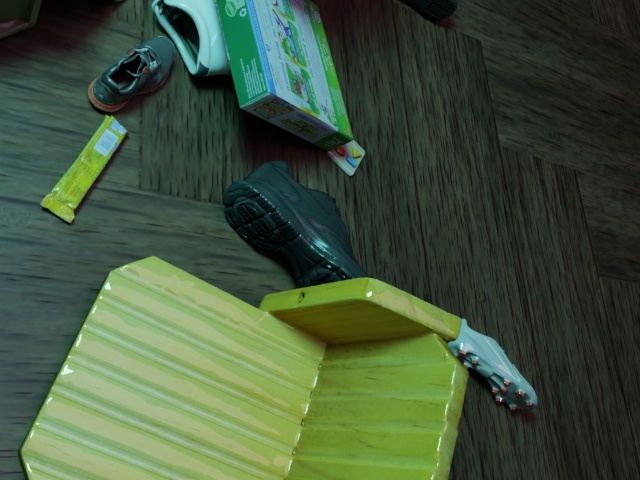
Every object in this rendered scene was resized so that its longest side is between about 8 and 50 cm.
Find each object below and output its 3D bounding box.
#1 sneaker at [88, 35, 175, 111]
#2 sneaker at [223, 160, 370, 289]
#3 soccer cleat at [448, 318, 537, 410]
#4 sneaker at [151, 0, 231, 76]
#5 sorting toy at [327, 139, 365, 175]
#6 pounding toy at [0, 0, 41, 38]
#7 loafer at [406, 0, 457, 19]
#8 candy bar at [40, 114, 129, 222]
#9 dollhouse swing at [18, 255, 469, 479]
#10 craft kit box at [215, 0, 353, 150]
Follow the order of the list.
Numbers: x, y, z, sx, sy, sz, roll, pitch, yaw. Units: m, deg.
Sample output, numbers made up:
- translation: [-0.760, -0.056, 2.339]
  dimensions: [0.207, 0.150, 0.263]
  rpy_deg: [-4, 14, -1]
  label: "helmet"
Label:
- translation: [-0.236, -0.228, 0.916]
  dimensions: [0.061, 0.065, 0.158]
  rpy_deg: [44, 51, -14]
  label: "sneaker"
- translation: [0.000, 0.000, 0.979]
  dimensions: [0.286, 0.109, 0.130]
  rpy_deg: [49, 44, -12]
  label: "sneaker"
- translation: [0.287, 0.205, 1.134]
  dimensions: [0.196, 0.068, 0.076]
  rpy_deg: [40, 49, -14]
  label: "soccer cleat"
- translation: [-0.195, -0.353, 0.982]
  dimensions: [0.091, 0.094, 0.258]
  rpy_deg: [-28, 89, -43]
  label: "sneaker"
- translation: [0.034, -0.152, 1.125]
  dimensions: [0.083, 0.012, 0.062]
  rpy_deg: [43, 52, -16]
  label: "sorting toy"
- translation: [-0.388, -0.300, 0.802]
  dimensions: [0.141, 0.130, 0.100]
  rpy_deg: [-37, 96, -32]
  label: "pounding toy"
- translation: [0.173, -0.515, 1.351]
  dimensions: [0.220, 0.080, 0.078]
  rpy_deg: [28, 46, -31]
  label: "loafer"
- translation: [-0.284, -0.093, 0.854]
  dimensions: [0.040, 0.018, 0.162]
  rpy_deg: [38, 52, -23]
  label: "candy bar"
- translation: [-0.078, 0.178, 0.726]
  dimensions: [0.305, 0.315, 0.347]
  rpy_deg: [38, 57, -30]
  label: "dollhouse swing"
- translation: [-0.054, -0.279, 1.020]
  dimensions: [0.246, 0.060, 0.250]
  rpy_deg: [12, 60, -58]
  label: "craft kit box"
